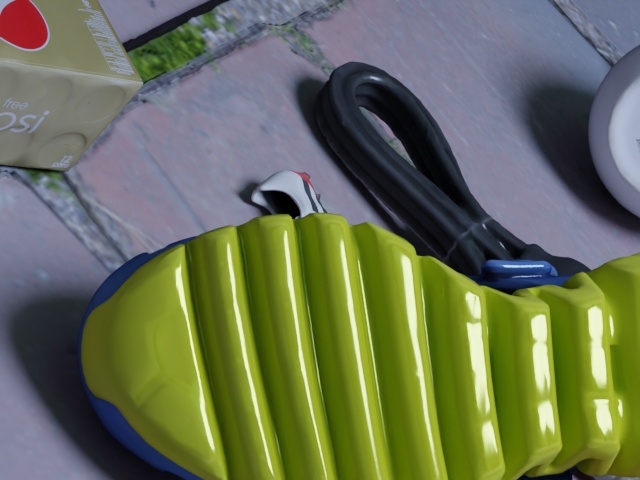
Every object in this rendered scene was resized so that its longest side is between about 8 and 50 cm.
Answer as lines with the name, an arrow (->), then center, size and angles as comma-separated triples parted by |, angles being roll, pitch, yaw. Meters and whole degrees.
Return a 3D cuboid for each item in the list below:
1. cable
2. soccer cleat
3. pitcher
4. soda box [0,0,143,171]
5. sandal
cable -> 0.087, 0.028, 0.976 | 0.287, 0.072, 0.139 | 39, 44, 14
soccer cleat -> 0.000, 0.000, 0.899 | 0.083, 0.029, 0.036 | 50, 38, 15
pitcher -> 0.257, -0.050, 1.217 | 0.177, 0.125, 0.207 | 65, 20, 4
soda box -> -0.162, -0.074, 0.745 | 0.181, 0.061, 0.058 | 5, 48, -49
sandal -> 0.042, 0.059, 0.796 | 0.317, 0.138, 0.126 | 7, 81, -28
